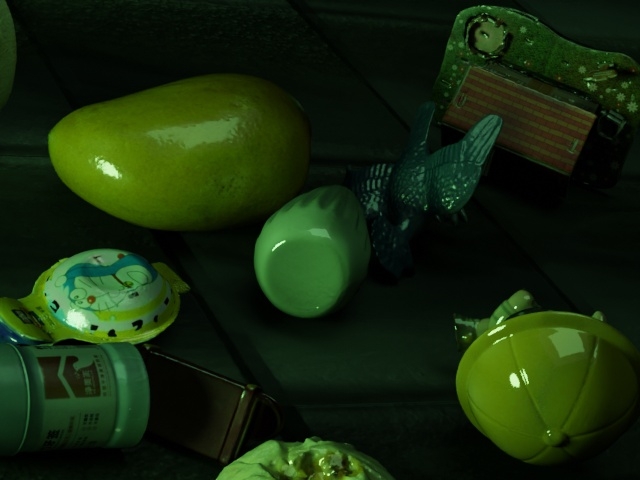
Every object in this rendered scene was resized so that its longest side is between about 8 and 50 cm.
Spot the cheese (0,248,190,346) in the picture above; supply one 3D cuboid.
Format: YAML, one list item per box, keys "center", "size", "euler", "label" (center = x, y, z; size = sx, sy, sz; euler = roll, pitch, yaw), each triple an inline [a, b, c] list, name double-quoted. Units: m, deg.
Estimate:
- center: [-0.246, 0.068, 1.741]
  size: [0.250, 0.064, 0.156]
  euler: [-20, 43, -33]
  label: "cheese"

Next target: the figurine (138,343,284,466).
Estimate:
- center: [-0.109, 0.156, 1.663]
  size: [0.154, 0.082, 0.098]
  euler: [21, 8, 5]
  label: "figurine"

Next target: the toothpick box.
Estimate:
- center: [-0.243, 0.142, 1.562]
  size: [0.153, 0.101, 0.101]
  euler: [-1, 33, -31]
  label: "toothpick box"

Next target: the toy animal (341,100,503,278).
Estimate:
- center: [0.117, -0.065, 2.111]
  size: [0.176, 0.239, 0.255]
  euler: [26, 55, -55]
  label: "toy animal"

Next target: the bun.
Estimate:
- center: [-0.004, 0.241, 1.497]
  size: [0.222, 0.127, 0.222]
  euler: [14, 30, -8]
  label: "bun"

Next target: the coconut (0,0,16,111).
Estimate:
- center: [-0.472, -0.222, 1.962]
  size: [0.245, 0.245, 0.247]
  euler: [24, 27, 11]
  label: "coconut"

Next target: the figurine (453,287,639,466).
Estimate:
- center: [0.230, 0.142, 1.791]
  size: [0.192, 0.167, 0.257]
  euler: [2, 6, -4]
  label: "figurine"

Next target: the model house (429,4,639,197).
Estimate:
- center: [0.284, -0.178, 2.367]
  size: [0.293, 0.207, 0.154]
  euler: [23, 31, 11]
  label: "model house"

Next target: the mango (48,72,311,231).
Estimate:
- center: [-0.153, -0.100, 1.999]
  size: [0.317, 0.173, 0.211]
  euler: [-7, 34, -27]
  label: "mango"

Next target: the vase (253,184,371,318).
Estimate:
- center: [0.000, 0.000, 1.957]
  size: [0.128, 0.128, 0.248]
  euler: [19, 19, 2]
  label: "vase"
